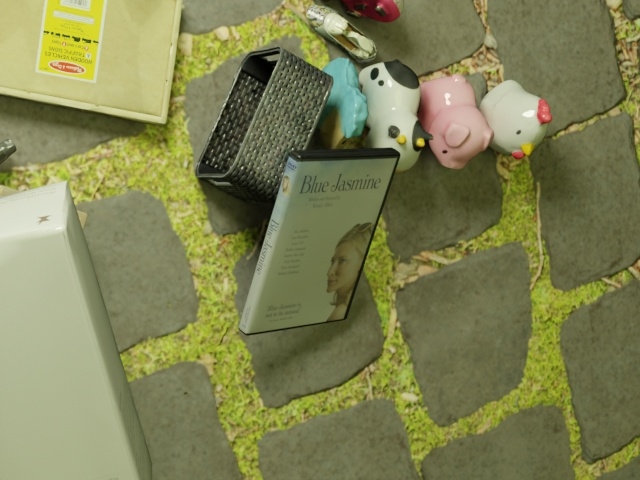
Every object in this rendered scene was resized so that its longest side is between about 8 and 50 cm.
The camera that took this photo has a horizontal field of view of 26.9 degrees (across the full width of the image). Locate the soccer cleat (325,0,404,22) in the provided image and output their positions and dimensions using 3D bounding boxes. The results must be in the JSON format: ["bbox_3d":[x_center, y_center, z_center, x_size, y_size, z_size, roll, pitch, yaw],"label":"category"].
[{"bbox_3d":[0.001,-0.416,1.709,0.331,0.116,0.143,36,77,-24],"label":"soccer cleat"}]

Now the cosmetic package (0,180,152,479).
[{"bbox_3d":[-0.330,0.151,1.469,0.217,0.156,0.385,-12,111,-3],"label":"cosmetic package"}]

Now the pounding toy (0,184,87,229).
[{"bbox_3d":[-0.339,0.021,1.562,0.130,0.100,0.141,19,84,-27],"label":"pounding toy"}]

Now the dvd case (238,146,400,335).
[{"bbox_3d":[0.000,0.000,1.699,0.180,0.022,0.253,-5,121,-43],"label":"dvd case"}]

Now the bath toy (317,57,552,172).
[{"bbox_3d":[0.168,-0.163,1.803,0.348,0.129,0.151,2,92,-28],"label":"bath toy"}]

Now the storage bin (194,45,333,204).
[{"bbox_3d":[-0.071,-0.143,1.681,0.084,0.122,0.180,28,80,-25],"label":"storage bin"}]

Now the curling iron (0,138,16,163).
[{"bbox_3d":[-0.453,-0.018,1.537,0.068,0.035,0.274,46,73,-16],"label":"curling iron"}]

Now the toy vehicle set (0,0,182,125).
[{"bbox_3d":[-0.303,-0.243,1.605,0.267,0.035,0.166,9,88,-28],"label":"toy vehicle set"}]

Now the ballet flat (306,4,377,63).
[{"bbox_3d":[0.033,-0.277,1.776,0.114,0.041,0.041,35,77,-24],"label":"ballet flat"}]
